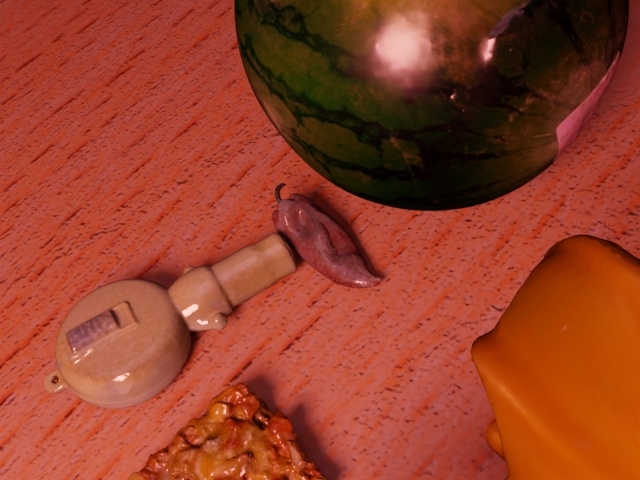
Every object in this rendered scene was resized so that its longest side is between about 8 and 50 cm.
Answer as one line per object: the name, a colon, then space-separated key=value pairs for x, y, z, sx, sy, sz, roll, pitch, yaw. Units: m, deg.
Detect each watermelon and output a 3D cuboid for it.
watermelon: x=0.088 y=-0.200 z=0.732 sx=0.364 sy=0.363 sz=0.363 roll=-8 pitch=51 yaw=9

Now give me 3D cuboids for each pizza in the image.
pizza: x=-0.078 y=0.178 z=0.657 sx=0.175 sy=0.046 sz=0.134 roll=-10 pitch=50 yaw=8

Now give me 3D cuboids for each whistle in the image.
whistle: x=-0.142 y=0.069 z=0.751 sx=0.258 sy=0.067 sz=0.126 roll=-28 pitch=51 yaw=-11

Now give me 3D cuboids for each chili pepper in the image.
chili pepper: x=0.000 y=0.000 z=0.783 sx=0.050 sy=0.041 sz=0.153 roll=-47 pitch=69 yaw=2

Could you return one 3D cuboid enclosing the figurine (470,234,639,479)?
figurine: x=0.128 y=0.250 z=0.350 sx=0.401 sy=0.268 sz=0.387 roll=-53 pitch=26 yaw=6
